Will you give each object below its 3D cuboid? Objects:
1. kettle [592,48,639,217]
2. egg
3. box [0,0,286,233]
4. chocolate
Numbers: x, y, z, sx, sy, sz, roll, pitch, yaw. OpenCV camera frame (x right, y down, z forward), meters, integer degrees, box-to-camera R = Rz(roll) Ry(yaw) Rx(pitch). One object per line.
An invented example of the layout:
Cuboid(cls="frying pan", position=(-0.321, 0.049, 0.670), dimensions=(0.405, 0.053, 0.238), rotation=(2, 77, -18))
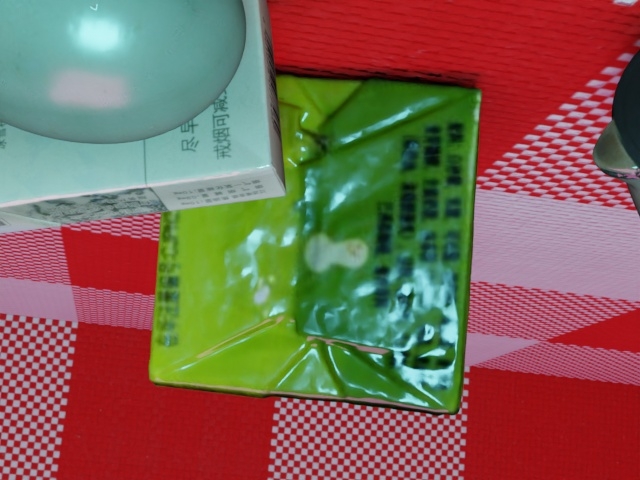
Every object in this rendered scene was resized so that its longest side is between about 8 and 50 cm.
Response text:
Cuboid(cls="kettle", position=(0.354, -0.084, 0.893), dimensions=(0.240, 0.165, 0.255), rotation=(-30, 151, 14))
Cuboid(cls="egg", position=(-0.165, -0.151, 0.733), dimensions=(0.231, 0.168, 0.168), rotation=(10, 166, 2))
Cuboid(cls="box", position=(-0.162, -0.103, 0.848), dimensions=(0.256, 0.164, 0.069), rotation=(-7, 164, 6))
Cuboid(cls="chocolate", position=(0.000, 0.000, 1.041), dimensions=(0.289, 0.300, 0.137), rotation=(4, 178, 7))
